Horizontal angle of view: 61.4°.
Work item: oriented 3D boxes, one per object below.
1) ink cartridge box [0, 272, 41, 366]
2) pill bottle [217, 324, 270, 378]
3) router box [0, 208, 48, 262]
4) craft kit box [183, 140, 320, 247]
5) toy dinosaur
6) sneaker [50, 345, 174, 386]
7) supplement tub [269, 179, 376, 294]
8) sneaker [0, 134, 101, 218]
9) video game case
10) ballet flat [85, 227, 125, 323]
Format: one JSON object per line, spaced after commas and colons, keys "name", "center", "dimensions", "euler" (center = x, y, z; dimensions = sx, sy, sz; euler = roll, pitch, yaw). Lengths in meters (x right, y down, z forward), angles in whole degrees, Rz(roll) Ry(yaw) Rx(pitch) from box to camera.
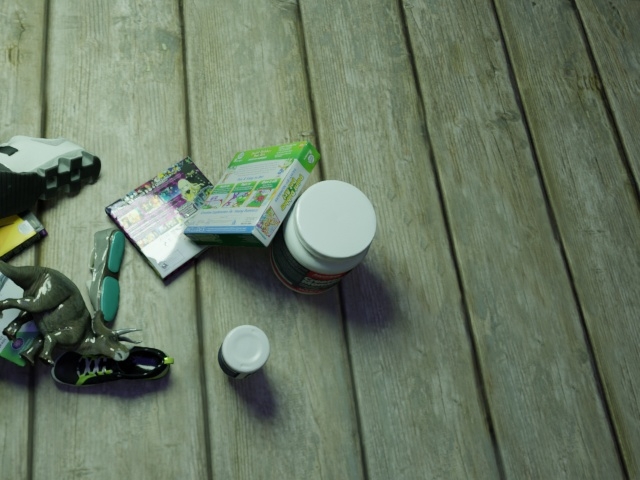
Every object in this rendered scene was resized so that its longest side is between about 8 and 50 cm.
{"name": "ink cartridge box", "center": [-0.629, 0.131, 1.047], "dimensions": [0.209, 0.087, 0.153], "euler": [34, 66, -18]}
{"name": "pill bottle", "center": [-0.163, 0.235, 1.115], "dimensions": [0.094, 0.169, 0.094], "euler": [5, 69, -14]}
{"name": "router box", "center": [-0.695, -0.046, 1.142], "dimensions": [0.133, 0.046, 0.179], "euler": [-41, 85, -25]}
{"name": "craft kit box", "center": [-0.151, -0.098, 1.163], "dimensions": [0.061, 0.250, 0.246], "euler": [44, 62, -36]}
{"name": "toy dinosaur", "center": [-0.504, 0.132, 1.014], "dimensions": [0.313, 0.121, 0.160], "euler": [53, 45, -14]}
{"name": "sneaker", "center": [-0.417, 0.241, 1.084], "dimensions": [0.235, 0.097, 0.084], "euler": [-2, 71, -16]}
{"name": "supplement tub", "center": [0.000, 0.000, 1.188], "dimensions": [0.191, 0.272, 0.191], "euler": [5, 70, -13]}
{"name": "sneaker", "center": [-0.643, -0.145, 1.124], "dimensions": [0.146, 0.122, 0.331], "euler": [37, 33, 15]}
{"name": "video game case", "center": [-0.333, -0.054, 1.244], "dimensions": [0.232, 0.042, 0.210], "euler": [-39, 85, -24]}
{"name": "ballet flat", "center": [-0.468, 0.075, 1.158], "dimensions": [0.068, 0.072, 0.213], "euler": [-4, 69, 12]}
